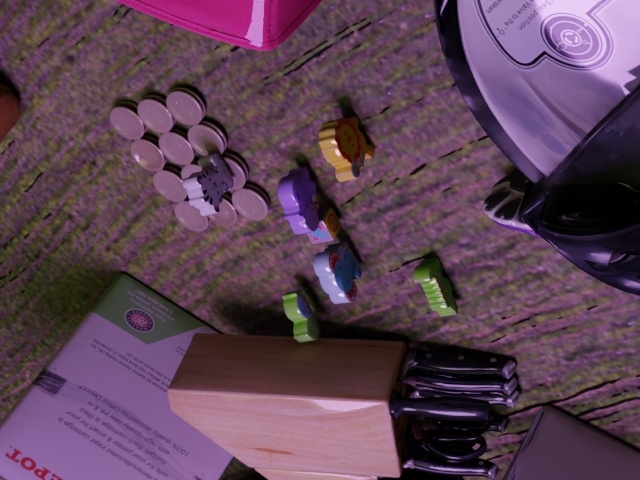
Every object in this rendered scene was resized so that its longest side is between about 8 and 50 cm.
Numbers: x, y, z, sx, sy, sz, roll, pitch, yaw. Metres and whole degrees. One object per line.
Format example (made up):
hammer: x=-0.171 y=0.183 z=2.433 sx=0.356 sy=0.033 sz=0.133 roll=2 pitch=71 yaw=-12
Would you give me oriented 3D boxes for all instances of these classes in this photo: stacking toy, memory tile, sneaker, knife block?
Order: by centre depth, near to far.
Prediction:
sneaker: x=0.210 y=-0.008 z=1.247 sx=0.170 sy=0.068 sz=0.071 roll=13 pitch=140 yaw=22
stacking toy: x=0.000 y=0.000 z=1.388 sx=0.167 sy=0.052 sz=0.221 roll=-12 pitch=122 yaw=34
memory tile: x=-0.119 y=-0.072 z=1.438 sx=0.113 sy=0.012 sz=0.148 roll=-11 pitch=122 yaw=40
knife block: x=0.033 y=0.140 z=1.459 sx=0.275 sy=0.088 sz=0.242 roll=37 pitch=127 yaw=-12

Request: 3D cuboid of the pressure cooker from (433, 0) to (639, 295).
pressure cooker: x=0.256 y=-0.171 z=0.762 sx=0.375 sy=0.420 sz=0.370 roll=7 pitch=144 yaw=25

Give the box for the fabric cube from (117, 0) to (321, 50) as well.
fabric cube: x=-0.072 y=-0.320 z=0.985 sx=0.254 sy=0.259 sz=0.258 roll=23 pitch=137 yaw=14

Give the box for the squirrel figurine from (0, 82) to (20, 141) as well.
squirrel figurine: x=-0.436 y=-0.162 z=1.268 sx=0.281 sy=0.397 sz=0.370 roll=38 pitch=148 yaw=3

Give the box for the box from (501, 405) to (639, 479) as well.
box: x=0.196 y=0.315 z=1.502 sx=0.121 sy=0.148 sz=0.311 roll=26 pitch=140 yaw=8

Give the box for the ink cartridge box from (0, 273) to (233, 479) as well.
ink cartridge box: x=-0.193 y=0.196 z=1.542 sx=0.198 sy=0.273 sz=0.115 roll=33 pitch=139 yaw=2
